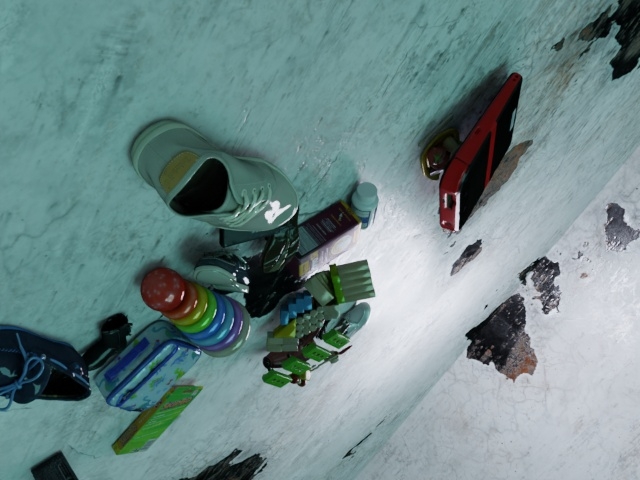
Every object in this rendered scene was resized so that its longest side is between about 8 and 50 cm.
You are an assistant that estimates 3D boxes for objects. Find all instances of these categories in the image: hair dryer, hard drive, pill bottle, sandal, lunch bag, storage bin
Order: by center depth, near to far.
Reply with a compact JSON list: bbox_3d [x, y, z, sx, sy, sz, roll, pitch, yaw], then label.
[{"bbox_3d":[-0.145,-0.041,1.688,0.135,0.022,0.094,-16,133,-26],"label":"hard drive"},{"bbox_3d":[-0.096,-0.025,1.799,0.089,0.060,0.220,-17,131,-25],"label":"sandal"},{"bbox_3d":[-0.390,0.289,1.842,0.219,0.090,0.176,-43,152,1],"label":"lunch bag"},{"bbox_3d":[0.105,-0.086,1.972,0.067,0.067,0.120,-30,153,-24],"label":"pill bottle"},{"bbox_3d":[-0.624,0.610,1.978,0.084,0.122,0.180,-31,153,-22],"label":"storage bin"},{"bbox_3d":[-0.046,0.270,2.324,0.293,0.080,0.224,-38,152,-13],"label":"hair dryer"}]

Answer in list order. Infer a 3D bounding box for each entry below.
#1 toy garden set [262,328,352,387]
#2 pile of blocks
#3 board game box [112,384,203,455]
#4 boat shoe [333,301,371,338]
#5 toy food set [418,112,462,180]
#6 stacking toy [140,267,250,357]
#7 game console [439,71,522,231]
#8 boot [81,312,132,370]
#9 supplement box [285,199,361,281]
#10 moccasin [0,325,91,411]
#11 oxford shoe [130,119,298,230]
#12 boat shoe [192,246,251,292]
[{"bbox_3d":[-0.026,0.325,2.261,0.244,0.049,0.204,-35,152,10],"label":"toy garden set"},{"bbox_3d":[-0.015,0.156,2.179,0.362,0.149,0.113,-36,-161,8],"label":"pile of blocks"},{"bbox_3d":[-0.425,0.464,2.135,0.259,0.039,0.124,-45,156,14],"label":"board game box"},{"bbox_3d":[0.086,0.260,2.520,0.063,0.066,0.184,-8,149,-52],"label":"boat shoe"},{"bbox_3d":[0.324,-0.214,2.073,0.128,0.071,0.218,-40,155,-3],"label":"toy food set"},{"bbox_3d":[-0.279,0.143,1.741,0.141,0.141,0.330,-42,148,1],"label":"stacking toy"},{"bbox_3d":[0.412,-0.215,2.112,0.342,0.060,0.386,-59,164,-12],"label":"game console"},{"bbox_3d":[-0.445,0.209,1.682,0.121,0.045,0.099,-33,157,-35],"label":"boot"},{"bbox_3d":[0.000,0.000,1.941,0.188,0.081,0.104,-32,154,-20],"label":"supplement box"},{"bbox_3d":[-0.540,0.238,1.505,0.138,0.117,0.342,-48,155,13],"label":"moccasin"},{"bbox_3d":[-0.166,-0.083,1.487,0.169,0.130,0.449,-49,152,8],"label":"oxford shoe"},{"bbox_3d":[-0.202,0.058,1.720,0.254,0.095,0.079,40,54,-71],"label":"boat shoe"}]
